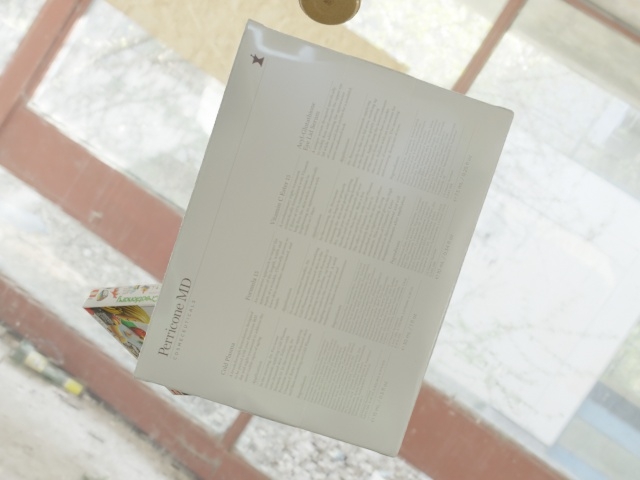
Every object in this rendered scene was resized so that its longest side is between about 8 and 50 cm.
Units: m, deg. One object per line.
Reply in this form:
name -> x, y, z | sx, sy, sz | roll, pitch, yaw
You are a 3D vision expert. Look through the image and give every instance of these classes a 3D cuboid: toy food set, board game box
toy food set -> 0.011, -0.304, 1.090 | 0.082, 0.083, 0.020 | 18, 51, -11
board game box -> -0.280, 0.194, 1.650 | 0.192, 0.053, 0.305 | -5, -43, 33

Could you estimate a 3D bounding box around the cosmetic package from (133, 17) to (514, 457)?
cosmetic package -> 0.000, 0.000, 0.913 | 0.284, 0.378, 0.097 | 19, 4, -7
